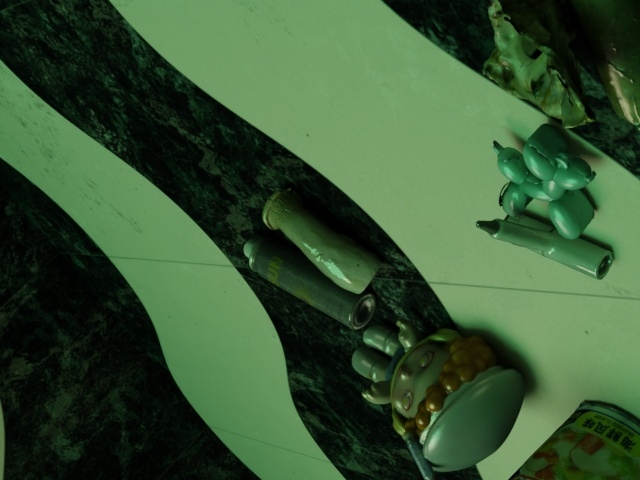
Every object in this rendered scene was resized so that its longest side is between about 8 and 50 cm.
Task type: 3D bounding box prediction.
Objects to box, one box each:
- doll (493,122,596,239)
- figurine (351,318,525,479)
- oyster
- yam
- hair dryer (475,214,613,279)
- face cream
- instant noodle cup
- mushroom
[{"bbox_3d":[0.279,-0.075,1.665,0.159,0.059,0.158,23,151,44],"label":"doll"},{"bbox_3d":[0.199,0.229,2.272,0.205,0.224,0.382,31,-168,-31],"label":"figurine"},{"bbox_3d":[0.237,-0.185,1.399,0.294,0.094,0.166,-112,3,-61],"label":"oyster"},{"bbox_3d":[0.271,-0.265,1.317,0.083,0.083,0.371,17,144,48],"label":"yam"},{"bbox_3d":[0.268,0.001,1.723,0.155,0.044,0.183,24,-170,35],"label":"hair dryer"},{"bbox_3d":[-0.027,0.069,2.429,0.283,0.073,0.073,29,154,33],"label":"face cream"},{"bbox_3d":[0.381,0.422,2.047,0.284,0.312,0.284,36,158,17],"label":"instant noodle cup"},{"bbox_3d":[-0.002,0.000,2.255,0.223,0.092,0.081,37,114,8],"label":"mushroom"}]
